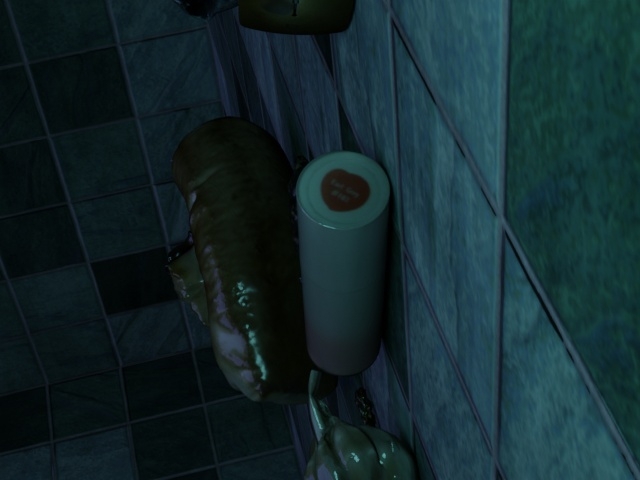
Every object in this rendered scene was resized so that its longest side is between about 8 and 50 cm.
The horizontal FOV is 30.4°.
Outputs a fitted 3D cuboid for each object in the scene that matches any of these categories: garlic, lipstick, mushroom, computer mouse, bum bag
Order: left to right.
[{"bbox_3d":[-0.074,0.038,1.704,0.397,0.224,0.313,-124,35,-53],"label":"mushroom"},{"bbox_3d":[-0.022,-0.222,1.051,0.199,0.102,0.045,112,161,-76],"label":"computer mouse"},{"bbox_3d":[0.000,-0.001,1.415,0.102,0.069,0.248,-73,-21,-48],"label":"bum bag"},{"bbox_3d":[0.023,0.035,1.199,0.327,0.087,0.087,88,168,-60],"label":"lipstick"},{"bbox_3d":[0.031,0.236,1.323,0.194,0.127,0.131,66,154,14],"label":"garlic"}]

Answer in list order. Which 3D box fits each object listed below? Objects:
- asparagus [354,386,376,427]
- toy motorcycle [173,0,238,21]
[{"bbox_3d":[0.082,0.302,1.515,0.024,0.025,0.248,14,-128,-48],"label":"asparagus"},{"bbox_3d":[-0.081,-0.283,1.099,0.307,0.173,0.108,102,155,-79],"label":"toy motorcycle"}]
